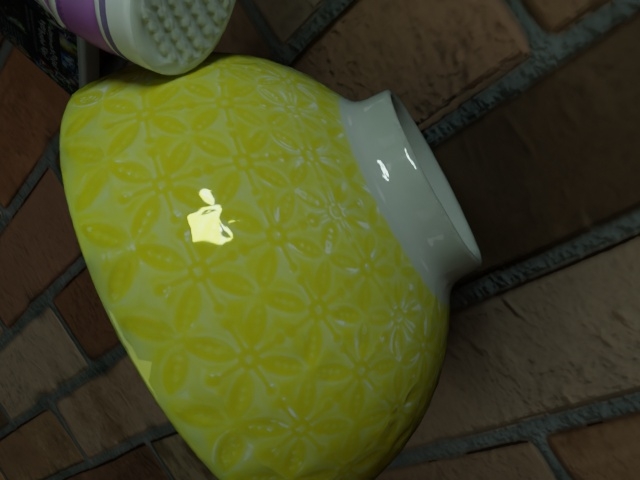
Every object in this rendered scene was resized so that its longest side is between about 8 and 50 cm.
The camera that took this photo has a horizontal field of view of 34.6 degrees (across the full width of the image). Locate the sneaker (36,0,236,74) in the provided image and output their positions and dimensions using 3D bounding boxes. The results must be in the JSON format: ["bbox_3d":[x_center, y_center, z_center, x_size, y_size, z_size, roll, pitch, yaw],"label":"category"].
[{"bbox_3d":[-0.095,-0.244,0.525,0.161,0.102,0.282,31,106,35],"label":"sneaker"}]

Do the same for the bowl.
[{"bbox_3d":[0.000,0.000,0.600,0.156,0.289,0.289,-27,96,12],"label":"bowl"}]

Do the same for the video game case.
[{"bbox_3d":[-0.242,-0.193,0.800,0.173,0.022,0.190,42,164,-3],"label":"video game case"}]
